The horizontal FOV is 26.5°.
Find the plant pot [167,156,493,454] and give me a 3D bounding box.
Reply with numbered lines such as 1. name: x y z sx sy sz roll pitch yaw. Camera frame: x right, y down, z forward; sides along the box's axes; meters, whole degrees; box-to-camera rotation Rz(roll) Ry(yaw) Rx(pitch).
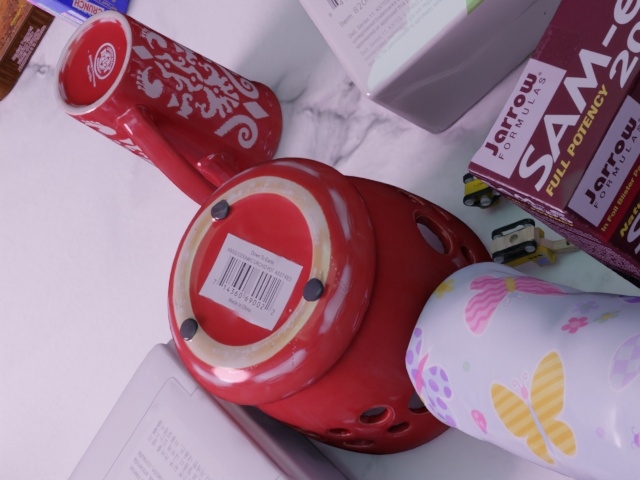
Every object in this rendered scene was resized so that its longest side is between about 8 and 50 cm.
1. plant pot: 0.006 0.040 0.939 0.191 0.174 0.191 -15 63 32

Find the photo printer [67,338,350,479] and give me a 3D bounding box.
1. photo printer: -0.110 0.261 0.988 0.256 0.107 0.307 38 98 44

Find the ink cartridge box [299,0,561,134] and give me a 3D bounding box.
1. ink cartridge box: 0.049 -0.284 1.037 0.207 0.119 0.353 -41 63 19

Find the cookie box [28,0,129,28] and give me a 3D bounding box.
1. cookie box: -0.229 -0.266 1.334 0.040 0.092 0.107 1 72 44

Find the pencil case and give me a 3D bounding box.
1. pencil case: 0.169 0.081 0.782 0.273 0.124 0.113 11 115 57

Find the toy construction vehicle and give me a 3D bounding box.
1. toy construction vehicle: 0.149 -0.022 0.947 0.098 0.035 0.086 -22 47 29

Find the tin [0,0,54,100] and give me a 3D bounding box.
1. tin: -0.339 -0.227 1.450 0.106 0.040 0.190 35 96 40

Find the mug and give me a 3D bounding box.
1. mug: -0.117 -0.107 1.114 0.150 0.169 0.113 34 94 44

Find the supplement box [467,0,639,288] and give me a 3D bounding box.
1. supplement box: 0.198 -0.043 0.766 0.073 0.239 0.130 29 91 44
